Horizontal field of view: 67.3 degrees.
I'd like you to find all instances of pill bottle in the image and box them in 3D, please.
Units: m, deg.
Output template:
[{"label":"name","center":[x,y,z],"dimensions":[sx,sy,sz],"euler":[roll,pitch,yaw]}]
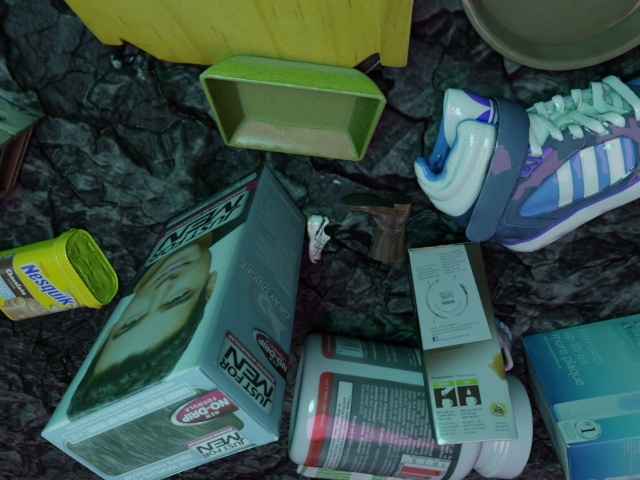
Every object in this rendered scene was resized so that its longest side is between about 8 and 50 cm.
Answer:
[{"label":"pill bottle","center":[0.139,0.282,0.800],"dimensions":[0.362,0.210,0.210],"euler":[10,124,-3]}]

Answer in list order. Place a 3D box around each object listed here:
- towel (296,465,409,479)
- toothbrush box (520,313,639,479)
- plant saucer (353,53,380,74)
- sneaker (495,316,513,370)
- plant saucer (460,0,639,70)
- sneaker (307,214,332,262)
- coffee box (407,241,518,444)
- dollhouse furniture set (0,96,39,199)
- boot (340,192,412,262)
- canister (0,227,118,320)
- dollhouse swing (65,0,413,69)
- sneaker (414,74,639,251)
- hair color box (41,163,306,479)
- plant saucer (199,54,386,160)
[{"label":"towel","center":[0.128,0.454,0.996],"dimensions":[0.324,0.038,0.248],"euler":[12,134,-6]},{"label":"toothbrush box","center":[0.501,0.238,0.752],"dimensions":[0.295,0.216,0.126],"euler":[-13,123,12]},{"label":"plant saucer","center":[0.007,-0.265,0.548],"dimensions":[0.168,0.029,0.168],"euler":[1,125,2]},{"label":"sneaker","center":[0.255,0.147,0.782],"dimensions":[0.190,0.083,0.071],"euler":[36,120,-19]},{"label":"plant saucer","center":[0.273,-0.320,0.492],"dimensions":[0.277,0.041,0.278],"euler":[1,123,2]},{"label":"sneaker","center":[0.000,0.000,0.724],"dimensions":[0.037,0.032,0.083],"euler":[-1,125,2]},{"label":"coffee box","center":[0.185,0.141,0.662],"dimensions":[0.098,0.247,0.141],"euler":[-7,161,7]},{"label":"dollhouse furniture set","center":[-0.492,-0.130,0.600],"dimensions":[0.183,0.129,0.129],"euler":[30,120,-17]},{"label":"boot","center":[0.080,-0.013,0.713],"dimensions":[0.106,0.037,0.114],"euler":[4,129,3]},{"label":"canister","center":[-0.430,0.059,0.760],"dimensions":[0.169,0.073,0.126],"euler":[-12,122,13]},{"label":"dollhouse swing","center":[-0.074,-0.377,0.427],"dimensions":[0.346,0.305,0.315],"euler":[6,167,9]},{"label":"sneaker","center":[0.264,-0.131,0.561],"dimensions":[0.236,0.130,0.323],"euler":[28,128,-23]},{"label":"hair color box","center":[-0.133,0.069,0.570],"dimensions":[0.185,0.374,0.114],"euler":[-26,119,19]},{"label":"plant saucer","center":[-0.029,-0.155,0.565],"dimensions":[0.188,0.188,0.045],"euler":[6,80,-2]}]
